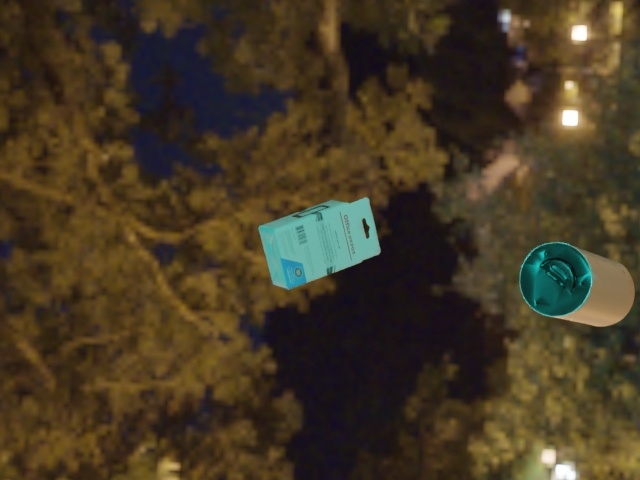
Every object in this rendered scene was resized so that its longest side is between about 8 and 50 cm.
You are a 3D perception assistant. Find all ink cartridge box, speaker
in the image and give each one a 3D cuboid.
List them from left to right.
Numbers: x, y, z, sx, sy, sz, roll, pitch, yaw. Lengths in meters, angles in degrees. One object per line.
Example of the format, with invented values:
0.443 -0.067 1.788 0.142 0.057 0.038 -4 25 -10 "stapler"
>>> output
0.000 0.000 1.205 0.028 0.083 0.048 13 119 61 "ink cartridge box"
0.193 0.034 1.194 0.136 0.055 0.055 13 -101 -66 "speaker"
